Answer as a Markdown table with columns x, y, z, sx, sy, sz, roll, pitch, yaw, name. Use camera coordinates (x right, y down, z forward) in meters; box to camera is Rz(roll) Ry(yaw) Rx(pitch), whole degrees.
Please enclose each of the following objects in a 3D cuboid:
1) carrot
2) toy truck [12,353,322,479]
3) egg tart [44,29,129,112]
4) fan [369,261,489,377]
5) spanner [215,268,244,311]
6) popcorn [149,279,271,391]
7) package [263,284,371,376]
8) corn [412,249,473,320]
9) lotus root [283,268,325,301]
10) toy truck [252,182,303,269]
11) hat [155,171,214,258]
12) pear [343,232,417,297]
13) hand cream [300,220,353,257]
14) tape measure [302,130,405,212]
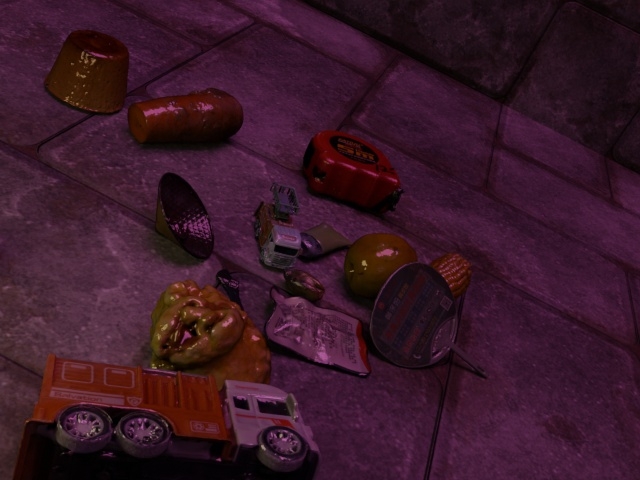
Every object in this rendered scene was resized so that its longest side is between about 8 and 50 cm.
| x | y | z | sx | sy | sz | roll | pitch | yaw | name |
| --- | --- | --- | --- | --- | --- | --- | --- | --- | --- |
| -0.323 | -0.302 | 1.885 | 0.302 | 0.138 | 0.139 | -20 | 54 | -42 | carrot |
| -0.207 | 0.278 | 1.047 | 0.388 | 0.173 | 0.207 | 12 | 25 | -19 | toy truck |
| -0.565 | -0.422 | 1.860 | 0.203 | 0.147 | 0.202 | 17 | 33 | -12 | egg tart |
| 0.233 | 0.160 | 1.580 | 0.295 | 0.012 | 0.223 | 11 | 73 | -23 | fan |
| -0.164 | 0.125 | 1.465 | 0.046 | 0.012 | 0.208 | 7 | 36 | -28 | spanner |
| -0.176 | 0.163 | 1.216 | 0.201 | 0.203 | 0.225 | 2 | 55 | -19 | popcorn |
| -0.009 | 0.178 | 1.482 | 0.232 | 0.040 | 0.166 | 23 | 33 | -21 | package |
| 0.253 | 0.119 | 1.706 | 0.106 | 0.106 | 0.305 | 35 | 37 | 14 | corn |
| -0.037 | 0.092 | 1.573 | 0.099 | 0.049 | 0.054 | 31 | 51 | 13 | lotus root |
| -0.087 | -0.028 | 1.654 | 0.080 | 0.115 | 0.177 | 13 | 35 | -22 | toy truck |
| -0.302 | -0.037 | 1.550 | 0.193 | 0.082 | 0.193 | 55 | 21 | -32 | hat |
| 0.131 | 0.052 | 1.660 | 0.162 | 0.148 | 0.148 | -15 | 46 | -20 | pear |
| 0.000 | 0.000 | 1.750 | 0.095 | 0.046 | 0.175 | 37 | 25 | 18 | hand cream |
| 0.079 | -0.191 | 2.032 | 0.253 | 0.114 | 0.260 | 16 | 29 | -17 | tape measure |
